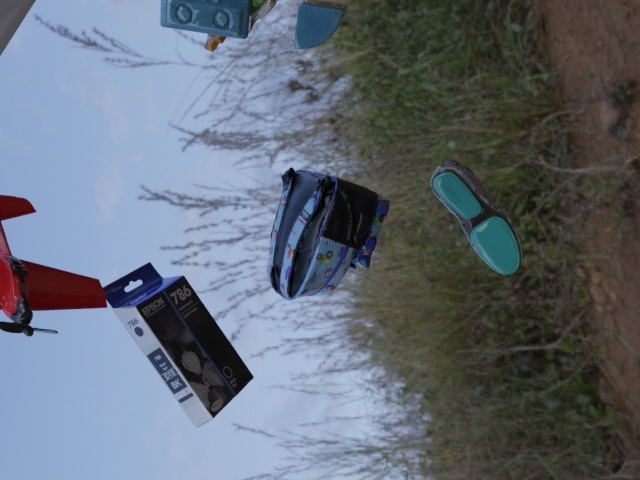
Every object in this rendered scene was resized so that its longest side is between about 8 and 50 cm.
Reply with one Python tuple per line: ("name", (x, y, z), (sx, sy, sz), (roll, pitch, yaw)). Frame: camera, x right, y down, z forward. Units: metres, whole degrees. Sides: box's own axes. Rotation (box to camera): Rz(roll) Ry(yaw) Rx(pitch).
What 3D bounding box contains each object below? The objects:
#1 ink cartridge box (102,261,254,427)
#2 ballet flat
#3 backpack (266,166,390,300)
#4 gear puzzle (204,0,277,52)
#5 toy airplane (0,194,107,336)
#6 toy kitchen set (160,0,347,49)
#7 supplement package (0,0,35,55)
("ink cartridge box", (-0.283, 0.192, 1.353), (0.333, 0.065, 0.165), (54, -148, -2))
("ballet flat", (0.134, -0.023, 0.564), (0.114, 0.041, 0.041), (50, -142, -17))
("backpack", (0.000, 0.000, 0.914), (0.116, 0.158, 0.173), (16, -87, -27))
("gear puzzle", (-0.055, -0.342, 0.800), (0.044, 0.339, 0.176), (31, -126, -26))
("toy airplane", (-0.215, 0.009, 0.456), (0.151, 0.028, 0.151), (30, -159, -13))
("toy kitchen set", (-0.051, -0.275, 0.571), (0.122, 0.166, 0.207), (-77, -4, -66))
("supplement package", (-0.217, -0.156, 0.289), (0.177, 0.175, 0.293), (33, -98, -38))
